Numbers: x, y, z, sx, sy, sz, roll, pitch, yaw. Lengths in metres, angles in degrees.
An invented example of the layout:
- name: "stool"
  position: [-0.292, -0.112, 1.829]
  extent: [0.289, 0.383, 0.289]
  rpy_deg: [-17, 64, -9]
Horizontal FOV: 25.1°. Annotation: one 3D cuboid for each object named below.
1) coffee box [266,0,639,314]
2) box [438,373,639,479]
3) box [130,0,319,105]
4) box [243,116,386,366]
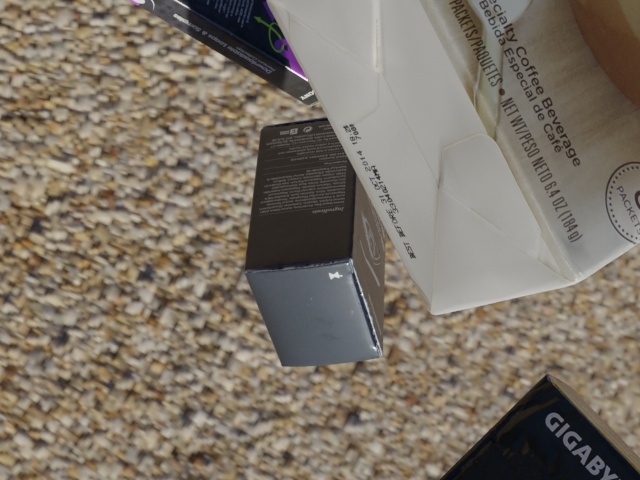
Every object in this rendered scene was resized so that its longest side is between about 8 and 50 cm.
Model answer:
- name: "coffee box"
  position: [0.124, -0.091, 0.556]
  extent: [0.246, 0.098, 0.141]
  rpy_deg: [-30, 94, -28]
- name: "box"
  position: [0.205, 0.308, 1.133]
  extent: [0.257, 0.322, 0.079]
  rpy_deg: [-46, 152, 9]
- name: "box"
  position: [-0.050, -0.170, 0.901]
  extent: [0.162, 0.029, 0.116]
  rpy_deg: [28, 59, -28]
- name: "box"
  position: [0.000, 0.000, 1.449]
  extent: [0.153, 0.108, 0.207]
  rpy_deg: [72, 16, -44]
